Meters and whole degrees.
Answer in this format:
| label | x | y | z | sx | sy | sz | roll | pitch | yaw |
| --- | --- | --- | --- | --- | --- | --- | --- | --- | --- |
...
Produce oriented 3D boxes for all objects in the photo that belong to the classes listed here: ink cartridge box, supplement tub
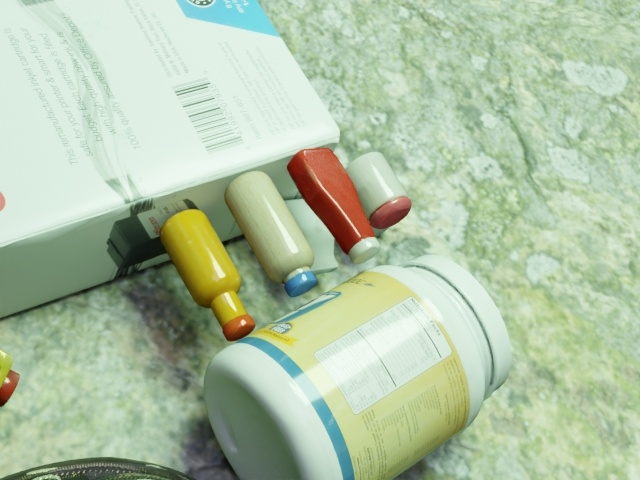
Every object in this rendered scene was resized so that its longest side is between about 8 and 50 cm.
| label | x | y | z | sx | sy | sz | roll | pitch | yaw |
| --- | --- | --- | --- | --- | --- | --- | --- | --- | --- |
| ink cartridge box | -0.177 | -0.094 | 0.889 | 0.307 | 0.129 | 0.223 | -20 | 67 | -27 |
| supplement tub | 0.030 | 0.106 | 0.820 | 0.199 | 0.144 | 0.144 | -28 | 70 | -30 |

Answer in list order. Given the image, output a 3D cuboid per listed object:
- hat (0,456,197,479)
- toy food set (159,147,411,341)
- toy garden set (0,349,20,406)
| label | x | y | z | sx | sy | sz | roll | pitch | yaw |
| --- | --- | --- | --- | --- | --- | --- | --- | --- | --- |
| hat | -0.115 | 0.235 | 0.636 | 0.331 | 0.134 | 0.331 | 14 | 42 | -13 |
| toy food set | 0.000 | 0.000 | 0.876 | 0.232 | 0.111 | 0.104 | -7 | 59 | -47 |
| toy garden set | -0.328 | 0.127 | 0.714 | 0.204 | 0.049 | 0.244 | 32 | 61 | -20 |
